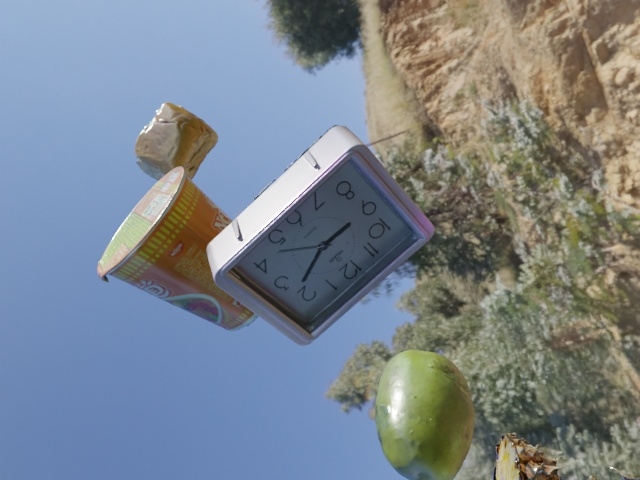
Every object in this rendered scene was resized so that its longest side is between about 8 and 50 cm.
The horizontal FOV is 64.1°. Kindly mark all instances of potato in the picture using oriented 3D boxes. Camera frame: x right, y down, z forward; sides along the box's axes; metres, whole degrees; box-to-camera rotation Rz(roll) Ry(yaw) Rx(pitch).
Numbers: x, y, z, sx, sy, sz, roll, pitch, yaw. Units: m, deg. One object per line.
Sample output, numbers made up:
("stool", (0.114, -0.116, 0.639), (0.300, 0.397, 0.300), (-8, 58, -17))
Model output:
("potato", (0.225, 0.374, 1.114), (0.215, 0.216, 0.304), (60, -156, -18))

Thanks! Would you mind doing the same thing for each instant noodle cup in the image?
("instant noodle cup", (-0.158, 0.026, 0.664), (0.185, 0.168, 0.168), (40, -142, -26))

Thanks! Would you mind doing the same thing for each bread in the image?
("bread", (-0.238, -0.157, 0.829), (0.125, 0.106, 0.082), (-58, -32, -11))

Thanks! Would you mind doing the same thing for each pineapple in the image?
("pineapple", (0.439, 0.470, 0.846), (0.262, 0.272, 0.262), (7, -90, -80))

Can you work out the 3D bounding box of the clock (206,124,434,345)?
("clock", (0.000, 0.000, 0.531), (0.150, 0.197, 0.063), (44, -172, -32))
